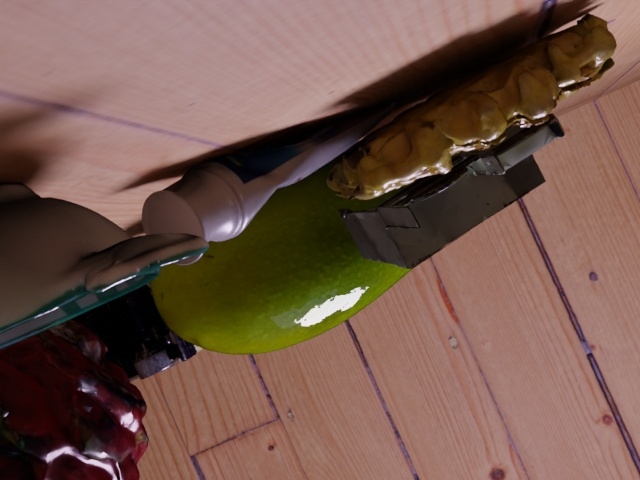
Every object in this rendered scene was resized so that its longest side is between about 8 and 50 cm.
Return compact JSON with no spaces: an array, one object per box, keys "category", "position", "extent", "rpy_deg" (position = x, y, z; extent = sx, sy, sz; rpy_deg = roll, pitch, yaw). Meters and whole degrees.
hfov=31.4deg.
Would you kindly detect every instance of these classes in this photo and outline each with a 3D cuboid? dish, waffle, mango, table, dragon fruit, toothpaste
[{"category":"dish","position":[-0.177,0.019,0.589],"extent":[0.246,0.078,0.224],"rpy_deg":[-24,179,34]},{"category":"waffle","position":[0.112,-0.101,0.939],"extent":[0.291,0.051,0.291],"rpy_deg":[-28,-173,4]},{"category":"mango","position":[0.000,0.000,1.108],"extent":[0.343,0.156,0.192],"rpy_deg":[-25,-154,-1]},{"category":"table","position":[0.113,-0.040,0.956],"extent":[0.146,0.062,0.175],"rpy_deg":[-32,-168,-14]},{"category":"dragon fruit","position":[-0.335,0.223,1.187],"extent":[0.329,0.329,0.329],"rpy_deg":[-24,179,-1]},{"category":"toothpaste","position":[-0.034,-0.056,0.898],"extent":[0.096,0.061,0.266],"rpy_deg":[-27,-176,40]}]

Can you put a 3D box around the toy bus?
[{"category":"toy bus","position":[-0.244,0.108,1.497],"extent":[0.305,0.143,0.179],"rpy_deg":[-27,178,42]}]
